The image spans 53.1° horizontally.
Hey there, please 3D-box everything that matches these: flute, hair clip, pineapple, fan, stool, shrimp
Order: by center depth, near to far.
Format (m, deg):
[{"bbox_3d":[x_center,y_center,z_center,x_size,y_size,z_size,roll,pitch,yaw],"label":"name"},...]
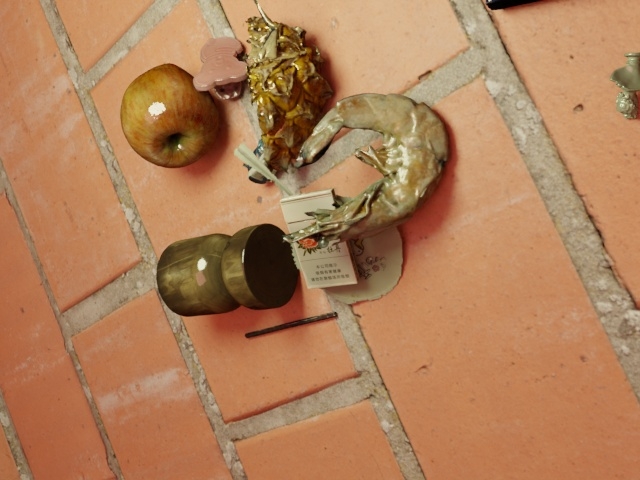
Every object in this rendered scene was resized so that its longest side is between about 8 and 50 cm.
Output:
[{"bbox_3d":[0.065,-0.119,1.150,0.360,0.085,0.247,-38,92,2],"label":"shrimp"},{"bbox_3d":[-0.060,-0.305,1.223,0.161,0.158,0.335,-4,87,6],"label":"pineapple"},{"bbox_3d":[-0.007,-0.043,1.253,0.415,0.012,0.233,45,120,-6],"label":"fan"},{"bbox_3d":[-0.211,-0.376,1.355,0.123,0.102,0.138,-9,88,0],"label":"hair clip"},{"bbox_3d":[-0.204,0.069,1.391,0.264,0.179,0.179,-9,93,36],"label":"stool"},{"bbox_3d":[-0.071,0.189,1.422,0.269,0.014,0.014,-18,88,35],"label":"flute"}]

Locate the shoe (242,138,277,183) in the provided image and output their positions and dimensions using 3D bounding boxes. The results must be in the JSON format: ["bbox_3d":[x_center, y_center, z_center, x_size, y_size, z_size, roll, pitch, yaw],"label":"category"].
[{"bbox_3d":[-0.109,-0.188,1.355,0.143,0.063,0.071,-52,49,23],"label":"shoe"}]

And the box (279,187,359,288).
[{"bbox_3d":[-0.001,0.000,1.247,0.109,0.029,0.198,-8,112,22],"label":"box"}]

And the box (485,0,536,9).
[{"bbox_3d":[0.333,-0.503,0.985,0.168,0.071,0.260,1,99,34],"label":"box"}]

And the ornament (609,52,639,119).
[{"bbox_3d":[0.468,-0.235,0.961,0.068,0.041,0.092,29,104,2],"label":"ornament"}]

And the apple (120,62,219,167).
[{"bbox_3d":[-0.328,-0.268,1.400,0.211,0.211,0.188,-53,40,29],"label":"apple"}]
